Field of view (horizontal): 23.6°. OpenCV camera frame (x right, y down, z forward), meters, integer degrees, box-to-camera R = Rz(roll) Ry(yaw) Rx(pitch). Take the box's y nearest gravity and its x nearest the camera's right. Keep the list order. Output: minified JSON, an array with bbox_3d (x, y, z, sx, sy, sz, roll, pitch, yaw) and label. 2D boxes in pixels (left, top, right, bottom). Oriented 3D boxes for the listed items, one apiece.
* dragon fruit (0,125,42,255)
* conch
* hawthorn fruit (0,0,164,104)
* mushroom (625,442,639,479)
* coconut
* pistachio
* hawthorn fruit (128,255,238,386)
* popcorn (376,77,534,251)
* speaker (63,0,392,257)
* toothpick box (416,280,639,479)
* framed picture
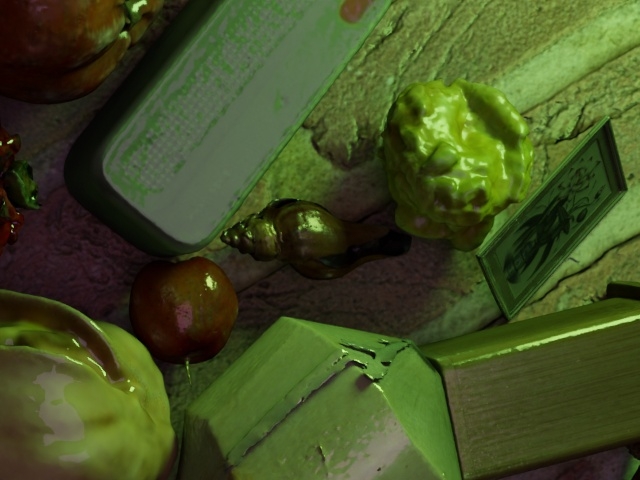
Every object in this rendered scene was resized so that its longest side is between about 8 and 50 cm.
[{"bbox_3d":[-0.440,-0.070,1.569,0.299,0.244,0.244,37,82,2],"label":"dragon fruit"},{"bbox_3d":[-0.001,0.003,1.765,0.232,0.080,0.086,17,95,-16],"label":"conch"},{"bbox_3d":[-0.296,-0.277,1.581,0.284,0.284,0.284,0,91,-15],"label":"hawthorn fruit"},{"bbox_3d":[0.431,0.306,1.892,0.135,0.080,0.170,-44,101,-23],"label":"mushroom"},{"bbox_3d":[0.014,0.235,1.663,0.323,0.323,0.323,0,91,-15],"label":"coconut"},{"bbox_3d":[-0.303,0.175,1.619,0.321,0.229,0.238,23,119,-6],"label":"pistachio"},{"bbox_3d":[-0.156,0.084,1.700,0.125,0.125,0.140,12,88,-15],"label":"hawthorn fruit"},{"bbox_3d":[0.152,-0.092,1.766,0.197,0.155,0.197,8,65,-18],"label":"popcorn"},{"bbox_3d":[-0.095,-0.172,1.681,0.183,0.184,0.406,39,82,-12],"label":"speaker"},{"bbox_3d":[0.271,0.171,1.787,0.308,0.190,0.187,-12,96,-15],"label":"toothpick box"},{"bbox_3d":[0.278,-0.024,1.817,0.231,0.173,0.010,-47,57,-9],"label":"framed picture"}]
